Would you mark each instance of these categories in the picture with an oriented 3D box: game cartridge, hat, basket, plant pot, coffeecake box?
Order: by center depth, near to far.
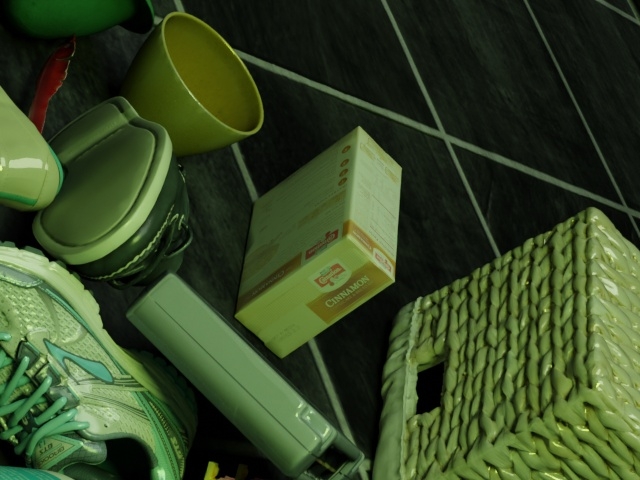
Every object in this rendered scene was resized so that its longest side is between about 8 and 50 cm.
[{"bbox_3d":[-0.059,0.111,1.558,0.196,0.060,0.294,47,-2,13],"label":"game cartridge"},{"bbox_3d":[-0.266,-0.190,1.758,0.173,0.183,0.208,44,-14,-9],"label":"hat"},{"bbox_3d":[-0.132,-0.129,1.831,0.134,0.095,0.134,41,28,-28],"label":"plant pot"},{"bbox_3d":[0.000,0.000,1.850,0.068,0.142,0.185,43,28,-23],"label":"coffeecake box"},{"bbox_3d":[0.253,0.198,1.916,0.331,0.266,0.328,43,28,-20],"label":"basket"}]

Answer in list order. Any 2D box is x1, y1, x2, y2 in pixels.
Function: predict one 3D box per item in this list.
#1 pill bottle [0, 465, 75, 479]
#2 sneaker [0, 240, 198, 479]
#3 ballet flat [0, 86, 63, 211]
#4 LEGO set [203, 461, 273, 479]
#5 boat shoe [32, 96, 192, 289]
[{"bbox_3d":[-0.219,0.208,1.210,0.264,0.146,0.146,14,47,-54],"label":"pill bottle"},{"bbox_3d":[-0.192,0.106,1.431,0.283,0.110,0.122,37,34,-33],"label":"sneaker"},{"bbox_3d":[-0.289,-0.112,1.527,0.248,0.086,0.086,47,18,31],"label":"ballet flat"},{"bbox_3d":[-0.051,0.244,1.450,0.107,0.132,0.287,15,19,15],"label":"LEGO set"},{"bbox_3d":[-0.154,-0.019,1.570,0.113,0.127,0.340,56,-4,-19],"label":"boat shoe"}]
